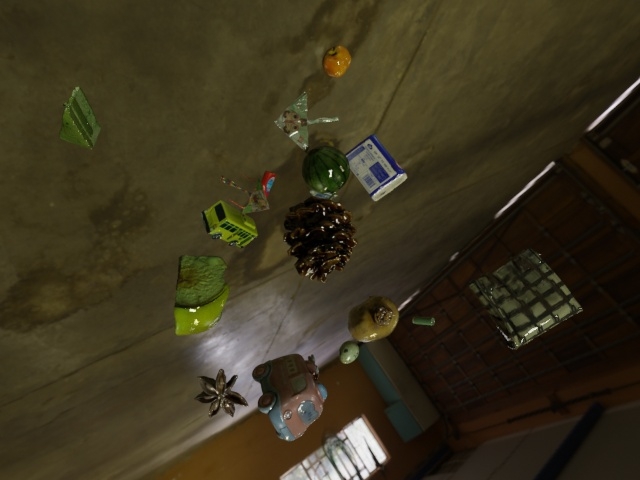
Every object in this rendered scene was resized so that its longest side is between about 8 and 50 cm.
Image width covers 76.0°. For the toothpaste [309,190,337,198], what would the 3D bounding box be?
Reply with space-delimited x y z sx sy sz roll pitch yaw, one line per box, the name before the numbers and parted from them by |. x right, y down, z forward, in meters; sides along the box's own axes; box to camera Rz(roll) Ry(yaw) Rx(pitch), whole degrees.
toothpaste | 0.012 -0.239 2.128 0.057 0.035 0.197 -24 162 36

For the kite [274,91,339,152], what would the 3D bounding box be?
kite | -0.051 -0.451 1.567 0.249 0.230 0.012 -5 -173 -7

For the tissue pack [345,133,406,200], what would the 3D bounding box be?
tissue pack | 0.262 -0.354 2.014 0.209 0.270 0.137 -37 164 3

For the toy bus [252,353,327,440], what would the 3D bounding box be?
toy bus | -0.099 0.548 1.488 0.231 0.294 0.198 -24 121 -5

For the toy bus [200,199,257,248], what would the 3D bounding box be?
toy bus | -0.411 -0.070 1.898 0.150 0.128 0.262 -32 153 13

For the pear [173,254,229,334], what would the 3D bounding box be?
pear | -0.427 0.224 1.464 0.176 0.287 0.282 4 129 -17

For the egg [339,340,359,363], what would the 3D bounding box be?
egg | 0.123 0.491 1.802 0.110 0.085 0.085 -48 170 -34

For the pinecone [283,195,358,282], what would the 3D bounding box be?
pinecone | 0.001 -0.011 1.245 0.243 0.257 0.244 -3 125 -4

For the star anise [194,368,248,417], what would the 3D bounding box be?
star anise | -0.396 0.598 1.594 0.196 0.213 0.073 -16 -167 2

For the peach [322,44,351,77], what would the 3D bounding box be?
peach | 0.075 -0.830 1.905 0.138 0.138 0.138 -32 160 -13

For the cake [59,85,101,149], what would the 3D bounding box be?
cake | -0.714 -0.365 1.233 0.099 0.100 0.235 23 159 -29

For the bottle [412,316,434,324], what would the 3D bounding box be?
bottle | 0.396 0.309 1.578 0.083 0.031 0.030 -5 -176 40

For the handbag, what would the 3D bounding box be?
handbag | 0.848 0.236 1.720 0.325 0.327 0.162 -32 167 1

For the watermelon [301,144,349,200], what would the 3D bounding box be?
watermelon | 0.026 -0.264 1.584 0.188 0.188 0.215 -37 128 3

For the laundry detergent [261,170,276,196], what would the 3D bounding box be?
laundry detergent | -0.268 -0.254 1.994 0.166 0.049 0.097 -68 165 8

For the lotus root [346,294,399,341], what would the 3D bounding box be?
lotus root | 0.190 0.279 1.451 0.169 0.152 0.343 -32 172 -17

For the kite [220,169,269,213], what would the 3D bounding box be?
kite | -0.292 -0.194 1.632 0.244 0.198 0.006 35 150 -34
